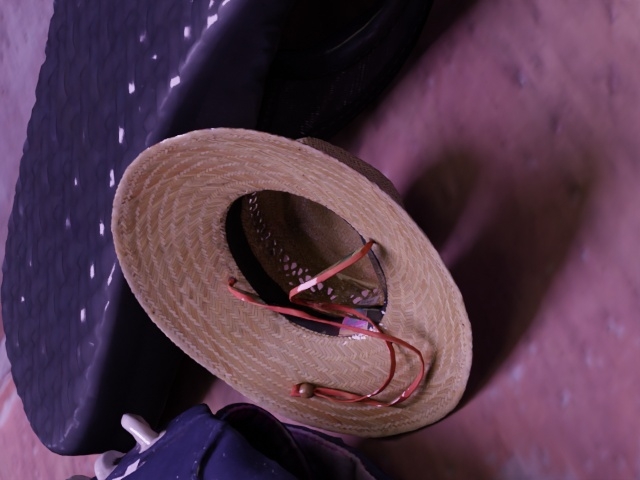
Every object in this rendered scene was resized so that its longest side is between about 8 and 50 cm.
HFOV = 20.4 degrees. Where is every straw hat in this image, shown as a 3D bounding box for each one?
[{"bbox_3d":[0.000,0.000,0.648,0.144,0.144,0.061,-34,18,46],"label":"straw hat"}]

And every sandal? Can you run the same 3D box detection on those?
[{"bbox_3d":[-0.034,-0.090,0.715,0.168,0.107,0.446,66,146,36],"label":"sandal"}]

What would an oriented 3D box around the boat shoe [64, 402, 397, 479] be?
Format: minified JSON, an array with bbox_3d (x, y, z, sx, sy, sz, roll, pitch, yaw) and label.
[{"bbox_3d":[-0.070,0.126,0.697,0.340,0.127,0.158,20,94,45],"label":"boat shoe"}]
